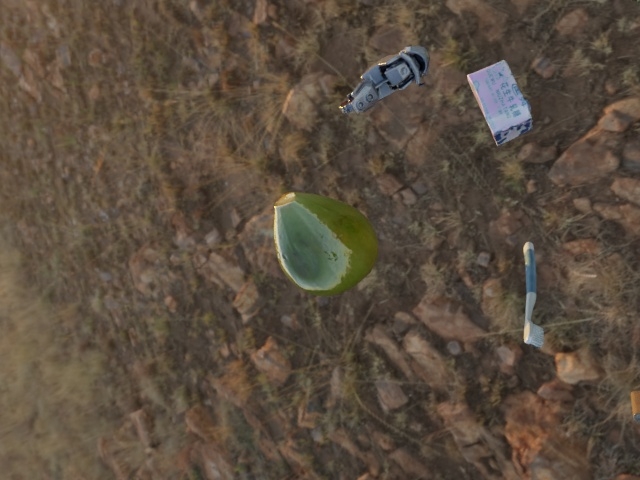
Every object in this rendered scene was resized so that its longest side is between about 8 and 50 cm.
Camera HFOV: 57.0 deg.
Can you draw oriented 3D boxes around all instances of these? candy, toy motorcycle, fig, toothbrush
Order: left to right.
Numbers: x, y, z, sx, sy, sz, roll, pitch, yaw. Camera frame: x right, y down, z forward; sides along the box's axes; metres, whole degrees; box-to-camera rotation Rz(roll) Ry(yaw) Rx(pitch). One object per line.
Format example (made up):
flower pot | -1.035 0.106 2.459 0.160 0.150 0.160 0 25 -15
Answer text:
fig | -0.002 0.010 1.220 0.207 0.230 0.207 -49 32 46
toy motorcycle | 0.137 -0.318 1.175 0.080 0.215 0.122 53 170 -21
candy | 0.388 -0.298 1.267 0.092 0.073 0.160 -22 74 16
toothbrush | 0.319 0.073 0.885 0.025 0.275 0.019 22 122 7

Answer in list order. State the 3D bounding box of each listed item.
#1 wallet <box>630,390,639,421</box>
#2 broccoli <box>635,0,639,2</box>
wallet | 0.865 0.427 1.518 0.118 0.153 0.038 -9 94 29
broccoli | 0.616 -0.553 0.978 0.298 0.298 0.297 -27 68 51
